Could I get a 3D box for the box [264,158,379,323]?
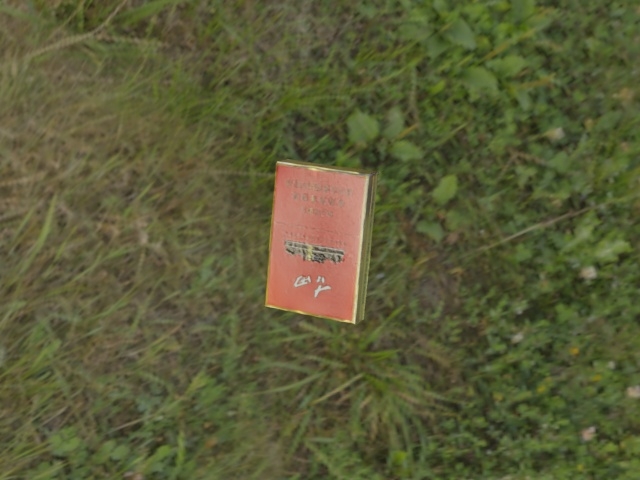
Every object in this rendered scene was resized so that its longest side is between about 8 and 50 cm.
[{"bbox_3d":[0.000,0.000,1.020,0.023,0.090,0.133,-17,116,-62],"label":"box"}]
